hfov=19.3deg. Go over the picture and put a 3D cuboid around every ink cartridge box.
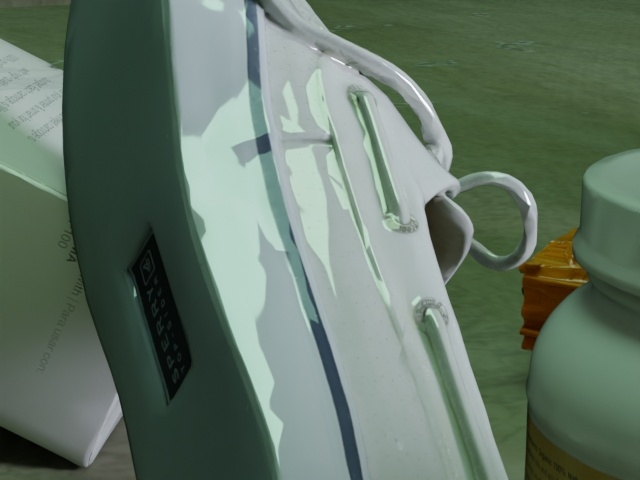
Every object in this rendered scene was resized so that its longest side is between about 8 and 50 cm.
[{"bbox_3d":[-0.188,-0.030,0.888,0.283,0.117,0.207,27,14,0],"label":"ink cartridge box"}]

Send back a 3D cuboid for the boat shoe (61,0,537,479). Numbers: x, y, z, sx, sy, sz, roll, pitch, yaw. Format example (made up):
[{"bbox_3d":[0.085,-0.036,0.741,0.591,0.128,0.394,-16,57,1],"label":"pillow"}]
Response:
[{"bbox_3d":[0.004,-0.005,0.719,0.156,0.136,0.367,6,45,-28],"label":"boat shoe"}]

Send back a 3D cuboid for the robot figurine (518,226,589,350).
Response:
[{"bbox_3d":[0.232,0.015,1.015,0.211,0.085,0.291,10,16,31],"label":"robot figurine"}]

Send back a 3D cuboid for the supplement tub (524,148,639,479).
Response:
[{"bbox_3d":[0.120,0.084,0.457,0.144,0.200,0.144,1,13,0],"label":"supplement tub"}]
